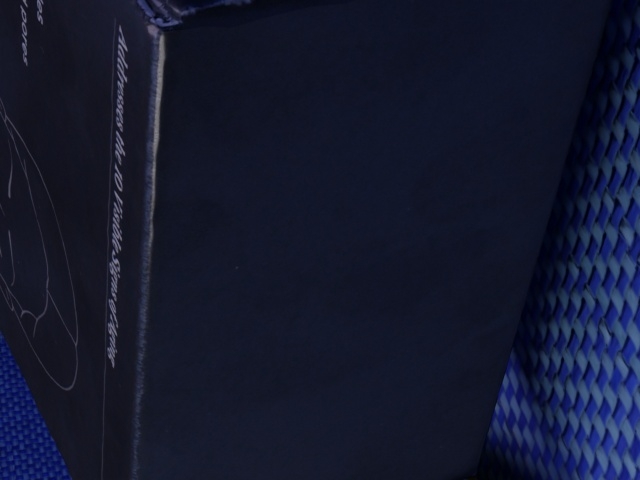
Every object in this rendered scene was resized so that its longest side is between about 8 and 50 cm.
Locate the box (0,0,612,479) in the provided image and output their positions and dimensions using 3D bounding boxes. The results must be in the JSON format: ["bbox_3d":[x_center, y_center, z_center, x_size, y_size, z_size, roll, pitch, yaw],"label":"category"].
[{"bbox_3d":[-0.085,-0.110,1.065,0.472,0.297,0.480,56,150,39],"label":"box"}]

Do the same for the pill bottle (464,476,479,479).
[{"bbox_3d":[0.072,0.267,1.191,0.334,0.188,0.188,-139,47,-70],"label":"pill bottle"}]
